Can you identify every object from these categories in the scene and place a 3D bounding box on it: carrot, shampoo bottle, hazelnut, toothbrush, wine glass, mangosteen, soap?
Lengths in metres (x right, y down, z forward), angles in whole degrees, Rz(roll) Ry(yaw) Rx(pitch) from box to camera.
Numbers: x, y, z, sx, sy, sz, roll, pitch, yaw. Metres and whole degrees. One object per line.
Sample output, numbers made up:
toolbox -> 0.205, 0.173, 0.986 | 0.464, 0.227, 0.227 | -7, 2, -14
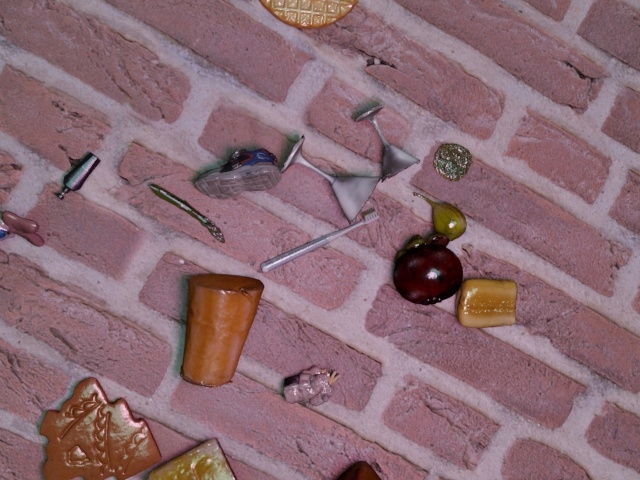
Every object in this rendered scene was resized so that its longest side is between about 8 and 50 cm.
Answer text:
carrot -> -0.245, 0.219, 1.830 | 0.195, 0.196, 0.254 | 7, 97, -9
shampoo bottle -> -0.602, -0.157, 1.832 | 0.048, 0.027, 0.137 | 41, 85, -17
hazelnut -> 0.102, 0.669, 1.889 | 0.208, 0.208, 0.208 | 0, 91, -9
toothbrush -> 0.001, 0.002, 1.934 | 0.342, 0.025, 0.030 | -27, 129, -7
wine glass -> 0.170, -0.257, 1.918 | 0.122, 0.122, 0.183 | -27, 92, -8
mangosteen -> 0.275, 0.070, 1.919 | 0.199, 0.200, 0.200 | 0, 91, -9
soap -> -0.341, 0.625, 1.849 | 0.257, 0.080, 0.160 | -28, 77, -9
wine glass -> 0.020, -0.161, 1.881 | 0.232, 0.156, 0.156 | 32, 86, -3

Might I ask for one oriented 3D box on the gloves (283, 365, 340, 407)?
gloves -> -0.025, 0.382, 1.904 | 0.144, 0.110, 0.094 | -3, 100, 20

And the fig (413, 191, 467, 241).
fig -> 0.322, -0.075, 1.956 | 0.093, 0.093, 0.166 | -34, 95, -7

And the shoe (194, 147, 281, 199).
shoe -> -0.209, -0.185, 1.860 | 0.227, 0.099, 0.126 | -8, 64, 10

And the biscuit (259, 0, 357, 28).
biscuit -> -0.008, -0.659, 1.914 | 0.308, 0.040, 0.205 | -28, 95, -7

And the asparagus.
asparagus -> -0.332, -0.072, 1.878 | 0.236, 0.027, 0.034 | 36, 65, -9

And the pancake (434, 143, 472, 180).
pancake -> 0.356, -0.214, 1.994 | 0.108, 0.017, 0.108 | 0, 88, -9

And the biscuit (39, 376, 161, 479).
biscuit -> -0.543, 0.498, 1.846 | 0.306, 0.043, 0.284 | 20, 88, -9

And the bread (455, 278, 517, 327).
bread -> 0.443, 0.167, 1.981 | 0.173, 0.085, 0.134 | 4, 94, -11

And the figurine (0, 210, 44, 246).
figurine -> -0.870, -0.066, 1.734 | 0.420, 0.154, 0.193 | 29, 69, -4
